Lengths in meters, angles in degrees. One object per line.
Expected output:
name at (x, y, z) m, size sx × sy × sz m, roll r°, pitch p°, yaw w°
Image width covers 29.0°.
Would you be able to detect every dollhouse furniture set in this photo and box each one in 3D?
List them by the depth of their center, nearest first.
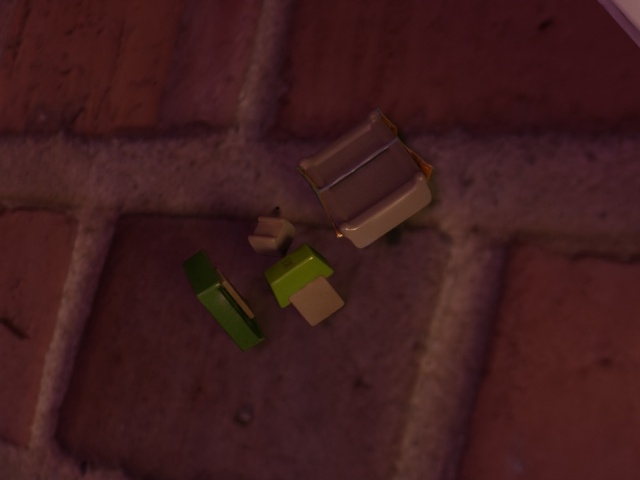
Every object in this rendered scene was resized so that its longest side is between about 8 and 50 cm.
dollhouse furniture set at (0.000, 0.000, 0.717) m, size 0.151 × 0.058 × 0.076 m, roll -35°, pitch 45°, yaw 2°

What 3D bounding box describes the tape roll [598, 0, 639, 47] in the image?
tape roll at (0.192, -0.047, 0.393) m, size 0.100 × 0.286 × 0.286 m, roll -43°, pitch 51°, yaw 19°
